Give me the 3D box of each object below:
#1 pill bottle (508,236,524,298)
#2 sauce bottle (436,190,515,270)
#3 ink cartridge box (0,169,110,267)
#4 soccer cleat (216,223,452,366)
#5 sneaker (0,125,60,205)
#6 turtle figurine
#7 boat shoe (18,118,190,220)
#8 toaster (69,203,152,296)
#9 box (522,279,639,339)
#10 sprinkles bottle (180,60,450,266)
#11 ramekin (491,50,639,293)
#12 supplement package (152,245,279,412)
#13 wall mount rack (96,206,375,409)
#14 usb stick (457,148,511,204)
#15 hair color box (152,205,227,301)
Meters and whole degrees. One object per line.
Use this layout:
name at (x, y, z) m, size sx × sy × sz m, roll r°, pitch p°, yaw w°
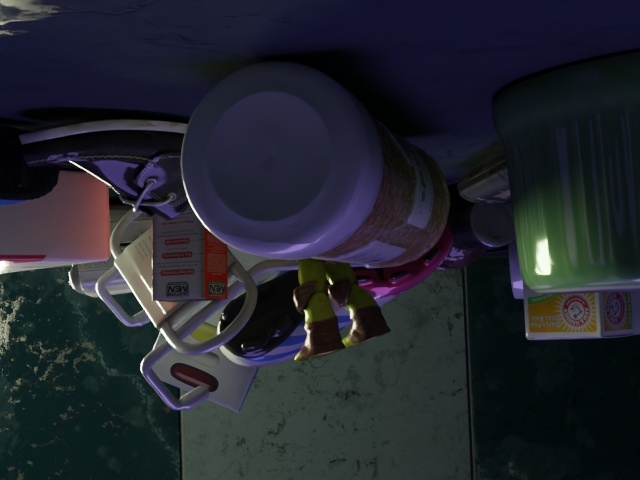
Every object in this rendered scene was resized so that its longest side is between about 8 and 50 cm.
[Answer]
pill bottle at (0.424, 0.012, 1.407) m, size 0.323 × 0.181 × 0.181 m, roll -3°, pitch 176°, yaw 16°
sauce bottle at (0.173, -0.012, 1.459) m, size 0.111 × 0.111 × 0.344 m, roll -1°, pitch 175°, yaw -18°
ink cartridge box at (-0.366, -0.017, 1.133) m, size 0.172 × 0.100 × 0.237 m, roll 1°, pitch 174°, yaw -44°
soccer cleat at (0.017, 0.061, 1.352) m, size 0.331 × 0.116 × 0.143 m, roll -27°, pitch 161°, yaw -3°
sneaker at (-0.299, -0.058, 0.773) m, size 0.082 × 0.069 × 0.209 m, roll 0°, pitch 179°, yaw 36°
turtle figurine at (0.000, 0.000, 1.022) m, size 0.087 × 0.217 × 0.269 m, roll -23°, pitch 173°, yaw 27°
boat shoe at (-0.129, -0.057, 0.837) m, size 0.233 × 0.079 × 0.084 m, roll 3°, pitch 175°, yaw -43°
toaster at (-0.267, 0.013, 1.473) m, size 0.146 × 0.129 × 0.227 m, roll -4°, pitch 175°, yaw -1°
box at (0.319, 0.019, 1.268) m, size 0.103 × 0.203 × 0.114 m, roll 1°, pitch 175°, yaw -42°
sprinkles bottle at (0.015, -0.042, 0.788) m, size 0.121 × 0.121 × 0.355 m, roll -3°, pitch 177°, yaw 15°
ramekin at (0.281, -0.039, 0.757) m, size 0.303 × 0.148 × 0.303 m, roll -2°, pitch 177°, yaw 0°
supplement package at (-0.129, 0.094, 1.507) m, size 0.145 × 0.261 × 0.204 m, roll 22°, pitch 176°, yaw -1°
wall mount rack at (-0.103, 0.033, 1.231) m, size 0.304 × 0.130 × 0.350 m, roll -38°, pitch -145°, yaw -5°
usb stick at (0.201, -0.069, 1.057) m, size 0.077 × 0.045 × 0.278 m, roll -3°, pitch 177°, yaw -5°
hair color box at (-0.138, -0.007, 1.091) m, size 0.072 × 0.141 × 0.043 m, roll -3°, pitch 173°, yaw 31°
